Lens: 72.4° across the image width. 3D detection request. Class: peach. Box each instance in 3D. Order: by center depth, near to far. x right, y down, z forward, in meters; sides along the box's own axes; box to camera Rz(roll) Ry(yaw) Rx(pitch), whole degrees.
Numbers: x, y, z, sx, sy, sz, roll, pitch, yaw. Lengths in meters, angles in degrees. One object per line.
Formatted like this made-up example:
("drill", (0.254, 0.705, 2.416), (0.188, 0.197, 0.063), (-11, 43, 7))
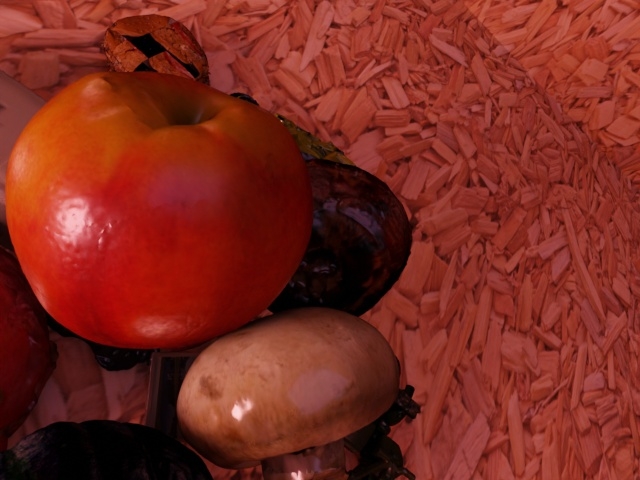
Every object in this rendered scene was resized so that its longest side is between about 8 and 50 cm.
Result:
("peach", (-0.198, -0.024, 0.592), (0.389, 0.388, 0.388), (13, 64, -27))

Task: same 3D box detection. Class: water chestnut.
("water chestnut", (0.000, 0.000, 0.886), (0.350, 0.350, 0.302), (45, 11, -8))

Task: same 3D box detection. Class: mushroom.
("mushroom", (-0.048, 0.247, 0.679), (0.352, 0.352, 0.260), (-1, 59, -32))

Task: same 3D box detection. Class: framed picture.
("framed picture", (-0.239, 0.263, 0.738), (0.109, 0.011, 0.149), (10, 75, -39))

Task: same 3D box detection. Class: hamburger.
("hamburger", (-0.337, -0.380, 0.930), (0.231, 0.107, 0.230), (10, 63, -20))

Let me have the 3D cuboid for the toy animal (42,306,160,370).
("toy animal", (-0.360, 0.121, 0.709), (0.233, 0.084, 0.148), (30, 58, -22))

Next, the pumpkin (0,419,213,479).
("pumpkin", (-0.273, 0.398, 0.500), (0.364, 0.266, 0.363), (-5, 97, -43))

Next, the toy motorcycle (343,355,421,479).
("toy motorcycle", (0.092, 0.350, 0.864), (0.205, 0.127, 0.275), (42, 51, -13))

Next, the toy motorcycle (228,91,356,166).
("toy motorcycle", (-0.077, -0.197, 0.987), (0.342, 0.142, 0.206), (27, 59, -18))

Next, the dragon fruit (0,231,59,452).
("dragon fruit", (-0.520, 0.128, 0.499), (0.371, 0.249, 0.386), (23, 70, -20))

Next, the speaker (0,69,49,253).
("speaker", (-0.536, -0.156, 0.664), (0.406, 0.183, 0.184), (35, 50, -15))
